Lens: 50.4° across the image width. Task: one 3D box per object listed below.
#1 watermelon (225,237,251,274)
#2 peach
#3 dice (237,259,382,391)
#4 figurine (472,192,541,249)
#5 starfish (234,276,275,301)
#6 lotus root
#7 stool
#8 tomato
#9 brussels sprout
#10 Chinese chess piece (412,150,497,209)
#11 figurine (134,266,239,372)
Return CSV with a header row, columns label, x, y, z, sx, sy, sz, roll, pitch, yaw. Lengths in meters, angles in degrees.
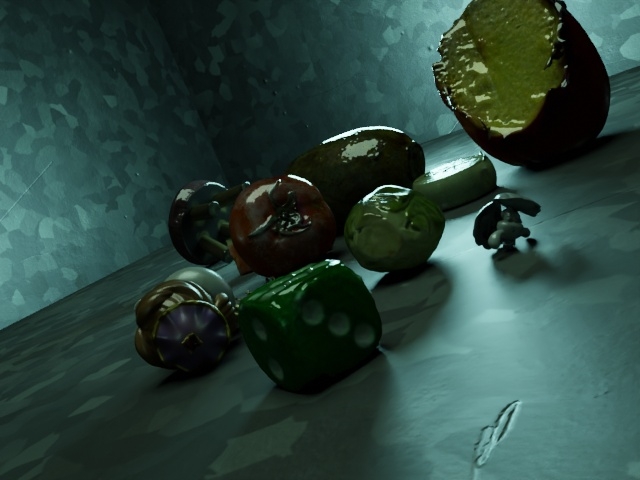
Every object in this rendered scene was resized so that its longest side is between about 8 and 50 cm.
label,x,y,z,sx,sy,sz,roll,pitch,yaw
watermelon,-0.175,0.048,1.722,0.135,0.125,0.094,16,67,48
peach,0.461,-0.381,1.575,0.339,0.416,0.353,-25,8,29
dice,-0.015,0.098,0.816,0.128,0.120,0.131,-28,9,-29
figurine,0.271,-0.022,0.994,0.094,0.086,0.082,22,-3,-36
starfish,-0.129,0.102,1.373,0.091,0.028,0.078,-27,4,-12
lotus root,0.095,-0.158,1.732,0.346,0.250,0.250,-13,13,32
stool,-0.312,-0.055,2.087,0.179,0.271,0.272,2,23,39
tomato,-0.088,-0.030,1.478,0.232,0.232,0.188,-26,-15,-18
brussels sprout,0.116,-0.016,1.128,0.162,0.143,0.181,25,22,29
Chinese chess piece,0.300,-0.130,1.525,0.189,0.083,0.188,-21,11,5
figurine,-0.211,0.123,1.102,0.190,0.142,0.263,1,10,0
